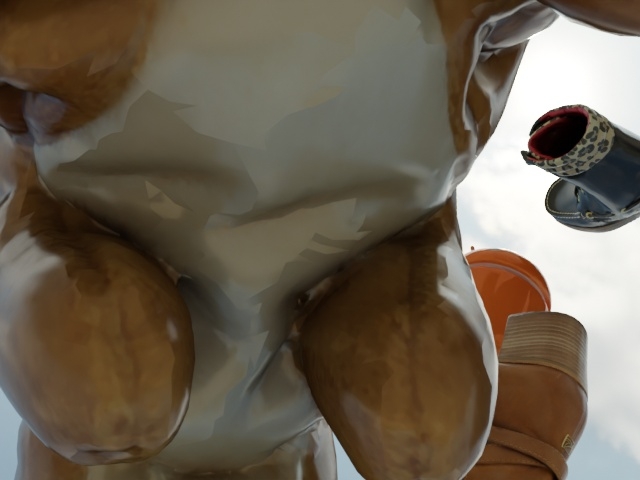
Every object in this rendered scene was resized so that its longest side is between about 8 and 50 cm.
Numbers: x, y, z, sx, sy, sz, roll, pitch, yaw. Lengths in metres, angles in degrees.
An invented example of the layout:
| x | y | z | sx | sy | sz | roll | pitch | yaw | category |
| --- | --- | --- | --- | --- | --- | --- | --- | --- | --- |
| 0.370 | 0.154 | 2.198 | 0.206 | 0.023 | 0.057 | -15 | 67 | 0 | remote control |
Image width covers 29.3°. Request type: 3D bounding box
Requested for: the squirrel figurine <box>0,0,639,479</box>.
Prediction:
| x | y | z | sx | sy | sz | roll | pitch | yaw | category |
| --- | --- | --- | --- | --- | --- | --- | --- | --- | --- |
| -0.065 | 0.000 | 0.536 | 0.281 | 0.370 | 0.397 | -5 | -154 | -24 | squirrel figurine |

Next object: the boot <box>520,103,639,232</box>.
| x | y | z | sx | sy | sz | roll | pitch | yaw | category |
| --- | --- | --- | --- | --- | --- | --- | --- | --- | --- |
| 0.274 | -0.077 | 1.284 | 0.178 | 0.236 | 0.085 | 21 | -103 | -27 | boot |

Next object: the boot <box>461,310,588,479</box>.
| x | y | z | sx | sy | sz | roll | pitch | yaw | category |
| --- | --- | --- | --- | --- | --- | --- | --- | --- | --- |
| 0.099 | 0.179 | 1.074 | 0.283 | 0.109 | 0.220 | -10 | -143 | 30 | boot |

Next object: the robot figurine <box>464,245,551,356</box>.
| x | y | z | sx | sy | sz | roll | pitch | yaw | category |
| --- | --- | --- | --- | --- | --- | --- | --- | --- | --- |
| 0.173 | 0.095 | 1.300 | 0.158 | 0.128 | 0.219 | -9 | -143 | 31 | robot figurine |
